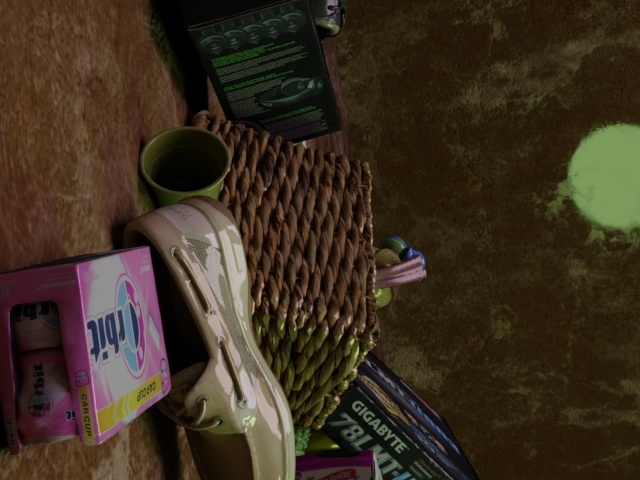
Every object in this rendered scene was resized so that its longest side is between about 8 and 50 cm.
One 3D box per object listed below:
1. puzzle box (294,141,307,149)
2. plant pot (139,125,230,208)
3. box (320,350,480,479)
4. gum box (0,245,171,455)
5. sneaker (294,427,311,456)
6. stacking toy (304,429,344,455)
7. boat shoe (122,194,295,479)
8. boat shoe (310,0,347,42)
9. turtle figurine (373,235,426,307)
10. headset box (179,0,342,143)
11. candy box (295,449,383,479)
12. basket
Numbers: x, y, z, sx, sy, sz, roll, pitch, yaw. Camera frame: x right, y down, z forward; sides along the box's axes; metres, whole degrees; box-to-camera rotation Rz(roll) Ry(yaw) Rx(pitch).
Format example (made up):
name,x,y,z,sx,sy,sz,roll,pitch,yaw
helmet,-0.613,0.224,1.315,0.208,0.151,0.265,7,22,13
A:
name,x,y,z,sx,sy,sz,roll,pitch,yaw
puzzle box,-0.061,-0.093,1.828,0.409,0.052,0.272,-75,155,-73
plant pot,-0.125,-0.050,1.164,0.079,0.083,0.083,94,-5,-52
box,0.081,0.224,1.538,0.295,0.073,0.293,45,7,-21
gum box,-0.154,0.065,0.802,0.188,0.062,0.107,-27,108,-83
sneaker,-0.030,0.239,1.597,0.057,0.075,0.161,61,22,-72
stacking toy,0.005,0.300,1.657,0.141,0.141,0.330,61,16,-72
boat shoe,-0.103,0.117,1.063,0.098,0.109,0.302,-22,105,-49
boat shoe,-0.009,-0.298,1.610,0.092,0.285,0.103,43,6,25
turtle figurine,0.029,0.088,2.179,0.198,0.274,0.266,108,6,-48
headset box,-0.081,-0.278,1.394,0.283,0.131,0.246,70,5,-64
candy box,0.001,0.325,1.401,0.233,0.159,0.071,72,14,-52
basket,-0.078,0.040,1.358,0.299,0.223,0.213,-91,-157,-46
